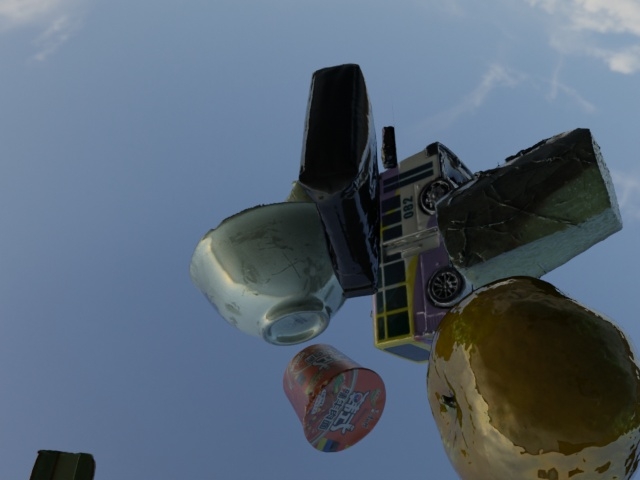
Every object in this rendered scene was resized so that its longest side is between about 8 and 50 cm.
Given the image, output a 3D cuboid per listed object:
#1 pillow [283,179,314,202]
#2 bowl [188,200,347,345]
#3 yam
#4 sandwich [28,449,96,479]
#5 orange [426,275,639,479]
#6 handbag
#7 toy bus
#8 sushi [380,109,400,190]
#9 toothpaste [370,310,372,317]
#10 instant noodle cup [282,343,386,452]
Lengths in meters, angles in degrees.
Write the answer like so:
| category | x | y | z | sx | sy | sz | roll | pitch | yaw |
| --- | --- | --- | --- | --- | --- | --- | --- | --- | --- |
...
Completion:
| category | x | y | z | sx | sy | sz | roll | pitch | yaw |
| --- | --- | --- | --- | --- | --- | --- | --- | --- | --- |
| pillow | 0.000 | 0.000 | 1.412 | 0.302 | 0.185 | 0.075 | 43 | -151 | 9 |
| bowl | -0.057 | 0.089 | 0.934 | 0.313 | 0.313 | 0.146 | -8 | -126 | -11 |
| yam | 0.344 | -0.052 | 0.915 | 0.271 | 0.202 | 0.201 | -26 | -129 | 19 |
| sandwich | -0.499 | 0.507 | 1.027 | 0.117 | 0.144 | 0.187 | 16 | -134 | -25 |
| orange | 0.253 | 0.183 | 0.660 | 0.235 | 0.279 | 0.279 | -4 | -133 | -9 |
| handbag | 0.043 | -0.080 | 0.726 | 0.080 | 0.223 | 0.247 | -8 | -133 | 14 |
| toy bus | 0.238 | 0.032 | 1.227 | 0.249 | 0.209 | 0.440 | -20 | -122 | 35 |
| sushi | 0.112 | -0.154 | 0.913 | 0.026 | 0.120 | 0.126 | -5 | -115 | 9 |
| toothpaste | 0.199 | 0.089 | 1.637 | 0.058 | 0.056 | 0.314 | 10 | -123 | 7 |
| instant noodle cup | 0.022 | 0.410 | 1.499 | 0.250 | 0.250 | 0.192 | -22 | -153 | -22 |
